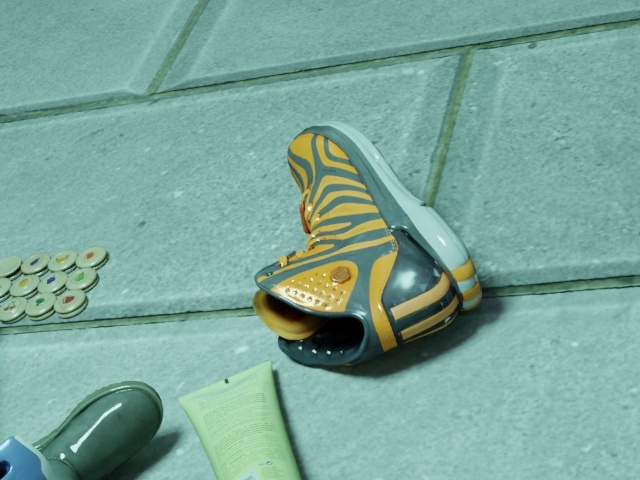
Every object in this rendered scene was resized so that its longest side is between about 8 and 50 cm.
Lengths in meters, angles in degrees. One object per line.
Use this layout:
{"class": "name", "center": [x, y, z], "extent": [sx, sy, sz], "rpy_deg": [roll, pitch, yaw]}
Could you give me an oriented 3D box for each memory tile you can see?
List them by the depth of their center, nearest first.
{"class": "memory tile", "center": [-0.313, 0.049, 1.452], "extent": [0.148, 0.012, 0.113], "rpy_deg": [-7, 37, 21]}

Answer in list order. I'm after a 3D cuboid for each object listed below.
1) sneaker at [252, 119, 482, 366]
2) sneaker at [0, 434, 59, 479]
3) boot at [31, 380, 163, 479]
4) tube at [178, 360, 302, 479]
{"class": "sneaker", "center": [0.000, 0.000, 1.252], "extent": [0.180, 0.124, 0.321], "rpy_deg": [-29, 36, -11]}
{"class": "sneaker", "center": [-0.369, 0.199, 0.954], "extent": [0.316, 0.127, 0.182], "rpy_deg": [10, 33, 17]}
{"class": "boot", "center": [-0.205, 0.214, 1.084], "extent": [0.190, 0.076, 0.208], "rpy_deg": [-38, 15, 0]}
{"class": "tube", "center": [-0.058, 0.181, 1.111], "extent": [0.070, 0.062, 0.240], "rpy_deg": [15, 20, -23]}
